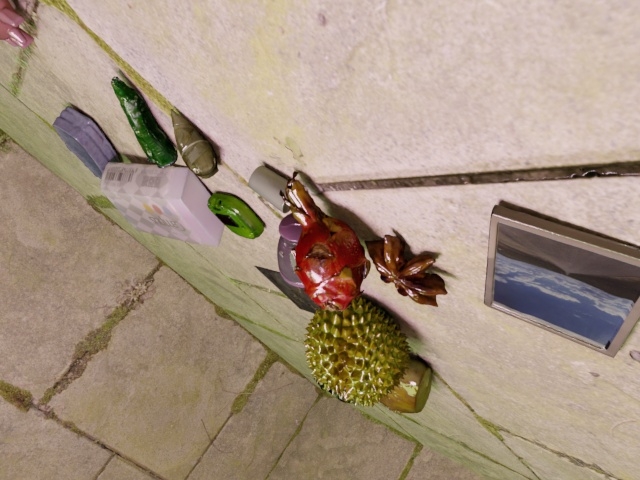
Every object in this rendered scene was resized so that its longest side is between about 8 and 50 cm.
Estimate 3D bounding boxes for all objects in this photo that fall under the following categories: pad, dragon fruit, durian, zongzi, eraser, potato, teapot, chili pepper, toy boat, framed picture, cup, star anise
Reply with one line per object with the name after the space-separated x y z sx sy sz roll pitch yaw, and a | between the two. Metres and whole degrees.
-0.035 0.174 1.517 0.367 0.007 0.247 8 147 53 | pad
0.000 0.000 0.848 0.125 0.125 0.246 -23 101 31 | dragon fruit
0.085 0.246 1.180 0.291 0.225 0.291 31 -162 -11 | durian
-0.250 -0.186 0.995 0.130 0.062 0.154 59 175 -3 | zongzi
-0.428 -0.102 1.339 0.396 0.082 0.213 9 142 41 | eraser
0.228 0.406 1.408 0.176 0.141 0.298 25 161 3 | potato
-0.021 0.018 0.964 0.148 0.116 0.146 30 149 31 | teapot
-0.367 -0.244 1.018 0.088 0.059 0.227 32 159 25 | chili pepper
-0.649 -0.263 1.428 0.127 0.078 0.283 29 159 10 | toy boat
0.303 0.057 0.634 0.189 0.023 0.260 23 157 27 | framed picture
-0.077 -0.096 0.896 0.083 0.075 0.054 35 125 14 | cup
0.140 0.051 0.838 0.168 0.057 0.168 36 165 11 | star anise

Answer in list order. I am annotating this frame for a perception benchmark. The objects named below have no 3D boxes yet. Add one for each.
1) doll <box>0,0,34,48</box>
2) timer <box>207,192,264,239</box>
-0.633 -0.451 0.926 0.211 0.093 0.262 48 158 -24 | doll
-0.204 -0.057 1.191 0.140 0.047 0.128 13 150 48 | timer
